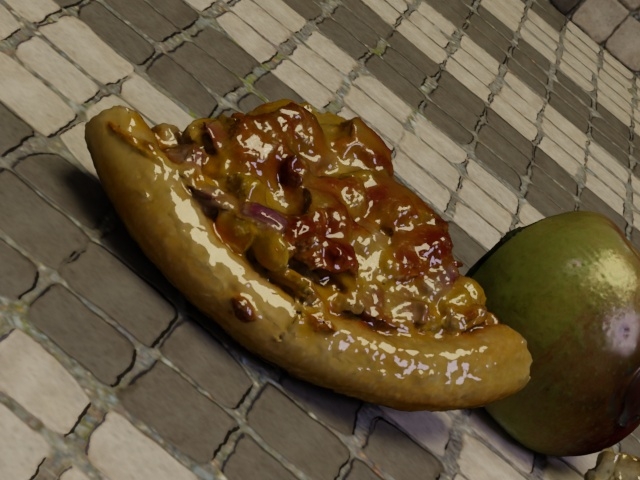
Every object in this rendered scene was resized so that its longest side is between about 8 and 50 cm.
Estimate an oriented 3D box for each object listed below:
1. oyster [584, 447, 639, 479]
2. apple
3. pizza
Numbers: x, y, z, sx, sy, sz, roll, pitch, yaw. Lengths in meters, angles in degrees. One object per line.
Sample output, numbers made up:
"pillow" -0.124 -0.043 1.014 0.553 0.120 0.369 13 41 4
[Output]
"oyster" 0.286 0.248 1.388 0.163 0.081 0.191 49 26 8
"apple" 0.220 0.082 1.448 0.207 0.188 0.174 41 17 -6
"pizza" 0.000 0.000 1.311 0.409 0.114 0.277 37 37 -9
